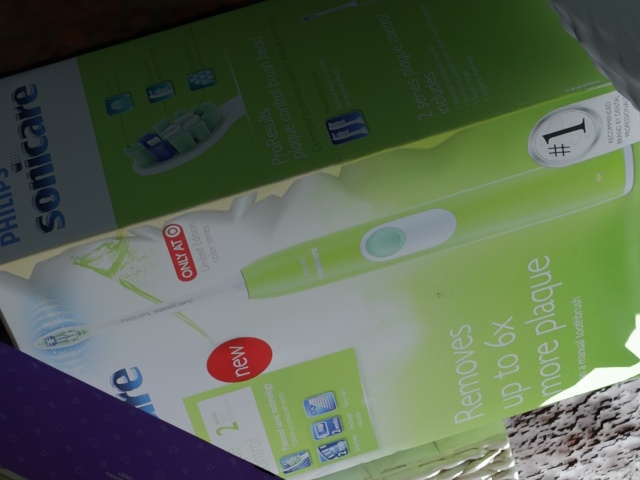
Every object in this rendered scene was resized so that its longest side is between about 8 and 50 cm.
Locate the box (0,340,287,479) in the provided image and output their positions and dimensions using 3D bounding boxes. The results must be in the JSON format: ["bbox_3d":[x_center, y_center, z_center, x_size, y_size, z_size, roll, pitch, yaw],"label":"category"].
[{"bbox_3d":[-0.148,0.121,0.787,0.293,0.057,0.201,26,143,2],"label":"box"}]

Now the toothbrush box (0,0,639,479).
[{"bbox_3d":[0.000,0.000,0.813,0.283,0.122,0.206,-16,137,-2],"label":"toothbrush box"}]

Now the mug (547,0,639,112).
[{"bbox_3d":[0.263,-0.133,0.634,0.374,0.328,0.276,-26,142,-39],"label":"mug"}]

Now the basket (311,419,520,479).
[{"bbox_3d":[0.021,0.126,0.951,0.167,0.113,0.103,-18,134,-4],"label":"basket"}]
